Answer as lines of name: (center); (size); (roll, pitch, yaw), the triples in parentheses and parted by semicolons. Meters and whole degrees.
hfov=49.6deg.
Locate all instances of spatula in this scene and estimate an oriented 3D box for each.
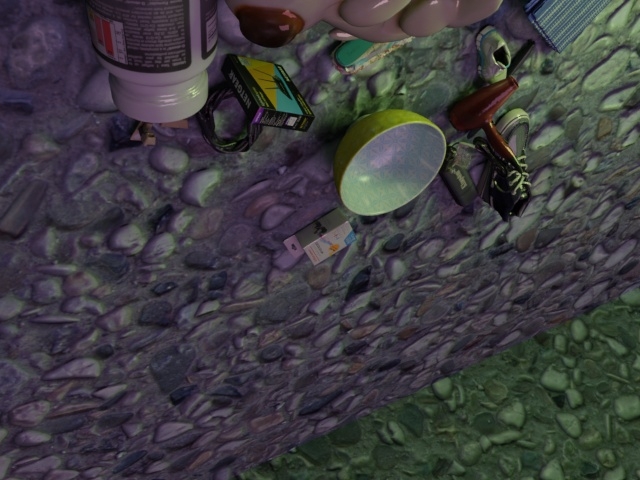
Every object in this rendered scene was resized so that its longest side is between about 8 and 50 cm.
spatula: (0.473, -0.389, 1.814); (0.030, 0.084, 0.296); (27, 117, -1)

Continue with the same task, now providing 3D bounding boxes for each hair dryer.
hair dryer: (0.438, -0.285, 1.787); (0.080, 0.224, 0.293); (-53, 157, -59)

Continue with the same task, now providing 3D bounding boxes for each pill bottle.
pill bottle: (-0.272, -0.384, 1.120); (0.210, 0.210, 0.363); (-16, 142, -22)

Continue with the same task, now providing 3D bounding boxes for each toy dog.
toy dog: (0.027, -0.465, 1.153); (0.408, 0.284, 0.395); (-13, -179, -30)

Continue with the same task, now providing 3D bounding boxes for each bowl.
bowl: (0.141, -0.215, 1.680); (0.289, 0.156, 0.289); (-20, 143, -17)

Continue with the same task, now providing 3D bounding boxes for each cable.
cable: (-0.185, -0.261, 1.484); (0.150, 0.047, 0.184); (-31, 142, -10)

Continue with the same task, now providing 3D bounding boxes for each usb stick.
usb stick: (0.394, -0.182, 2.005); (0.077, 0.045, 0.278); (-36, 144, 7)

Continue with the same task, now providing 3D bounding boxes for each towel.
towel: (0.607, -0.580, 1.633); (0.243, 0.040, 0.336); (-46, 158, 20)

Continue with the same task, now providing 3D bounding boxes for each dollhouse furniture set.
dollhouse furniture set: (-0.326, -0.214, 1.408); (0.114, 0.091, 0.081); (-3, 151, -39)

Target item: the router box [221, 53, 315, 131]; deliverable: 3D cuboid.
router box: (-0.106, -0.294, 1.380); (0.133, 0.179, 0.046); (1, 135, -38)

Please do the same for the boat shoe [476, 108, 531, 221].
boat shoe: (0.564, -0.208, 2.004); (0.127, 0.158, 0.340); (-20, 143, -17)

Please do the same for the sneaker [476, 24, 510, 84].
sneaker: (0.434, -0.435, 1.702); (0.071, 0.083, 0.190); (-36, 146, 3)

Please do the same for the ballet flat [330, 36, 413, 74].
ballet flat: (0.128, -0.435, 1.490); (0.241, 0.091, 0.077); (-28, 175, 1)

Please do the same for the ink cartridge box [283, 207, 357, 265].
ink cartridge box: (0.000, 0.000, 1.912); (0.181, 0.061, 0.104); (-31, 144, 0)
